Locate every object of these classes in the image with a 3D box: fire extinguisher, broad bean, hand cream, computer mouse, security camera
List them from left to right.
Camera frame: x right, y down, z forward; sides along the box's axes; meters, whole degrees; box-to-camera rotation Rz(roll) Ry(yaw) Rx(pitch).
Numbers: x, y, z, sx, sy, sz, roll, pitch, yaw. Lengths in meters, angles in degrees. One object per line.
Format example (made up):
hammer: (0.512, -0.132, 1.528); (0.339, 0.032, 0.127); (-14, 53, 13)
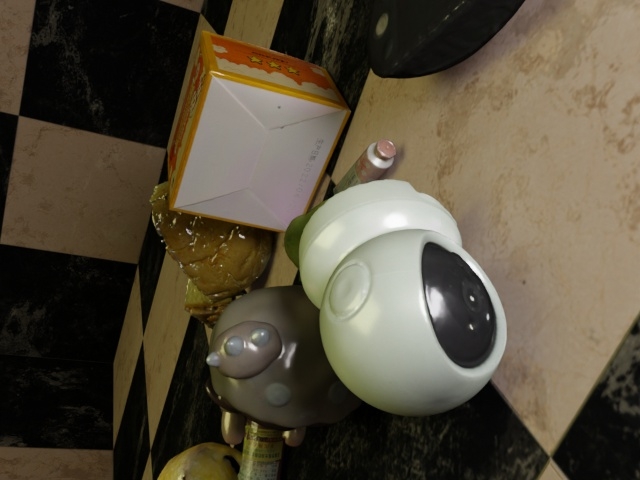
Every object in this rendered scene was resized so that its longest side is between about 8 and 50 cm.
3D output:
fire extinguisher: (-0.100, 0.421, 1.098); (0.075, 0.106, 0.251); (5, 86, 28)
broad bean: (0.000, 0.000, 1.001); (0.174, 0.082, 0.124); (-22, 70, 62)
hand cream: (0.059, -0.096, 0.967); (0.209, 0.043, 0.067); (133, 136, -60)
security camera: (0.082, 0.071, 0.644); (0.236, 0.195, 0.194); (-104, 33, -50)
computer mouse: (0.162, -0.293, 0.733); (0.269, 0.100, 0.170); (-28, 58, 56)

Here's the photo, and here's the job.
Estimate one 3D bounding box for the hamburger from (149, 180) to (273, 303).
hamburger: (-0.217, -0.016, 1.341); (0.308, 0.211, 0.132); (62, -175, -10)

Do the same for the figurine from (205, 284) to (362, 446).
figurine: (-0.061, 0.189, 0.906); (0.380, 0.249, 0.203); (124, 146, -59)

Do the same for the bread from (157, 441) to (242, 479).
bread: (-0.223, 0.496, 1.191); (0.170, 0.197, 0.197); (-45, 40, 42)

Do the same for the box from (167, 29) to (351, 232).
box: (-0.131, -0.199, 1.164); (0.213, 0.260, 0.283); (-108, 36, -52)

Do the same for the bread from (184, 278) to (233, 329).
bread: (-0.278, 0.151, 1.566); (0.152, 0.127, 0.147); (106, 163, -60)
